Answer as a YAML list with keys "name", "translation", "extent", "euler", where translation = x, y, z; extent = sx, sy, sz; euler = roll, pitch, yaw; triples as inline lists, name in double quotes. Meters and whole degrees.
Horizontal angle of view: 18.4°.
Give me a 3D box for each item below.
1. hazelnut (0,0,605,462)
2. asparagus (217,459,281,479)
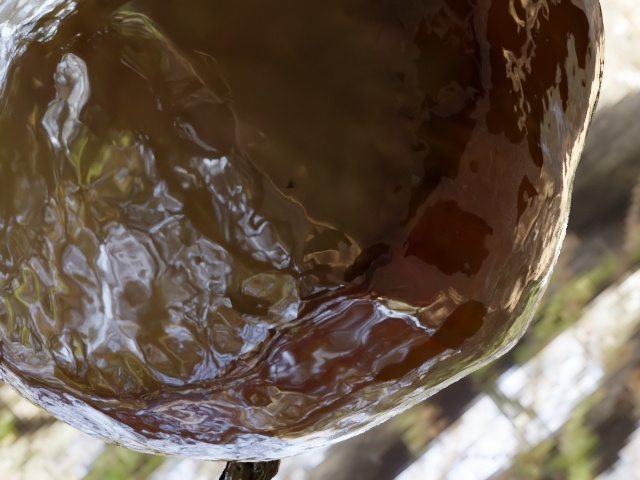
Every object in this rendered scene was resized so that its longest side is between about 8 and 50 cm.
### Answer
- name: "hazelnut"
  translation: [-0.008, -0.026, 0.548]
  extent: [0.210, 0.210, 0.186]
  euler: [46, -178, -13]
- name: "asparagus"
  translation: [0.000, 0.000, 0.775]
  extent: [0.024, 0.248, 0.025]
  euler: [12, 156, 9]
